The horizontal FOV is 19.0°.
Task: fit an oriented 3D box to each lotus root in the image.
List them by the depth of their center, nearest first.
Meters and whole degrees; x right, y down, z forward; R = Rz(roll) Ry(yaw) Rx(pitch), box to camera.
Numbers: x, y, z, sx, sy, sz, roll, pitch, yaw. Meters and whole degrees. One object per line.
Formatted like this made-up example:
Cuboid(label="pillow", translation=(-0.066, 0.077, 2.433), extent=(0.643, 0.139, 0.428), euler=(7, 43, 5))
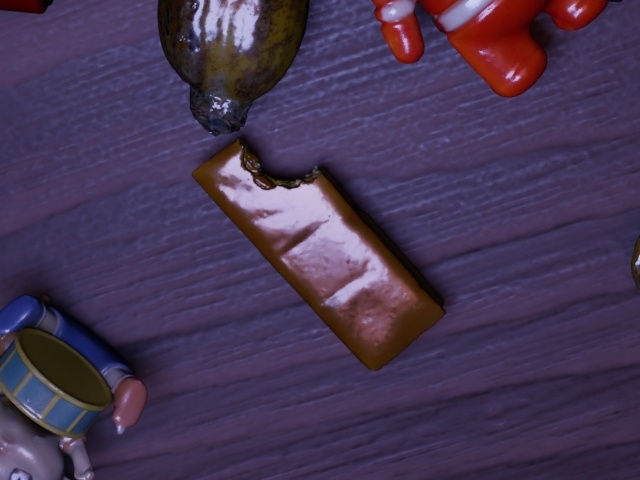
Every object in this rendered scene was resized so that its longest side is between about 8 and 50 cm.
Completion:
Cuboid(label="lotus root", translation=(-0.069, -0.184, 1.505), extent=(0.120, 0.120, 0.209), euler=(9, 107, 2))

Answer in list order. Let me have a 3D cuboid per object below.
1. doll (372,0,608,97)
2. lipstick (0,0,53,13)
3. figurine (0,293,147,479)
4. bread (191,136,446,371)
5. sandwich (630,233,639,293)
Cuboid(label="doll", translation=(0.073, -0.265, 1.474), extent=(0.336, 0.105, 0.200), euler=(44, 87, -14))
Cuboid(label="lipstick", translation=(-0.333, -0.225, 1.532), extent=(0.241, 0.080, 0.080), euler=(3, 105, 3))
Cuboid(label="figurine", translation=(-0.272, 0.182, 1.594), extent=(0.161, 0.158, 0.275), euler=(37, 104, 4))
Cuboid(label="bread", translation=(0.000, 0.000, 1.580), extent=(0.088, 0.049, 0.226), euler=(-39, 98, 13))
Cuboid(label="sandwich", translation=(0.404, 0.005, 1.524), extent=(0.249, 0.095, 0.273), euler=(39, 104, -6))
